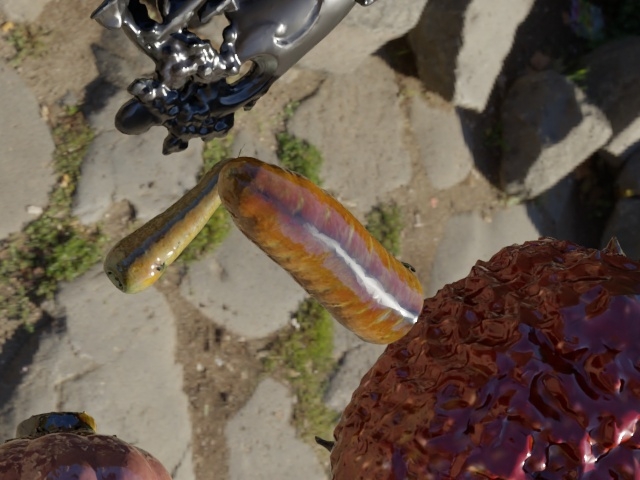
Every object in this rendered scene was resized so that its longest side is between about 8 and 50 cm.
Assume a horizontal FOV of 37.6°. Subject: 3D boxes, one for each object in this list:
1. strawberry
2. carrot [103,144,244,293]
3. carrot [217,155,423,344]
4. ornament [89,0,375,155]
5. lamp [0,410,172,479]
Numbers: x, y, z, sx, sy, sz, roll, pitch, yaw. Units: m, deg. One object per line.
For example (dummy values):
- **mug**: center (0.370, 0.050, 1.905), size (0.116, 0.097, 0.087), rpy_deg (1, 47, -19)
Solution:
- **strawberry**: center (0.149, 0.142, 0.768), size (0.343, 0.292, 0.292), rpy_deg (-9, 92, -18)
- **carrot**: center (-0.194, -0.039, 1.357), size (0.298, 0.078, 0.078), rpy_deg (-49, 119, -28)
- **carrot**: center (0.000, 0.000, 0.443), size (0.139, 0.048, 0.048), rpy_deg (44, 55, -44)
- **ornament**: center (-0.051, -0.180, 0.582), size (0.260, 0.106, 0.251), rpy_deg (-38, 154, -1)
- **lamp**: center (-0.334, 0.347, 1.206), size (0.305, 0.305, 0.240), rpy_deg (25, 42, -42)
